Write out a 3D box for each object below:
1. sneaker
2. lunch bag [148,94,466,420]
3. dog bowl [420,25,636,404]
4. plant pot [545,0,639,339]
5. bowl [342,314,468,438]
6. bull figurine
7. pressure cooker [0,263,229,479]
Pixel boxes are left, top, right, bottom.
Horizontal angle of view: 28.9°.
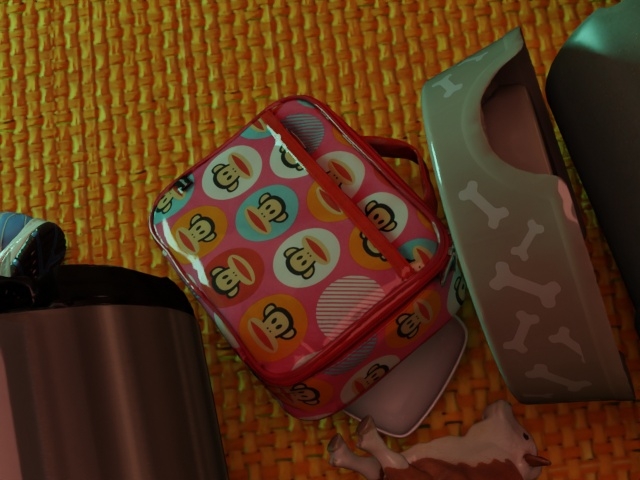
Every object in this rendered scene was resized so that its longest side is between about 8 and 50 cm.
[{"bbox_3d":[-0.346,0.064,1.268,0.081,0.080,0.211,25,73,29],"label":"sneaker"},{"bbox_3d":[0.000,0.000,1.194,0.258,0.120,0.293,-38,52,-5],"label":"lunch bag"},{"bbox_3d":[0.184,-0.012,1.116,0.102,0.349,0.348,-18,72,13],"label":"dog bowl"},{"bbox_3d":[0.389,-0.062,1.128,0.341,0.341,0.334,-21,65,-2],"label":"plant pot"},{"bbox_3d":[0.062,0.114,1.226,0.142,0.053,0.142,30,78,13],"label":"bowl"},{"bbox_3d":[0.075,0.266,1.135,0.188,0.101,0.310,32,82,-11],"label":"bull figurine"},{"bbox_3d":[-0.252,0.263,1.031,0.376,0.370,0.420,-4,72,-32],"label":"pressure cooker"}]
